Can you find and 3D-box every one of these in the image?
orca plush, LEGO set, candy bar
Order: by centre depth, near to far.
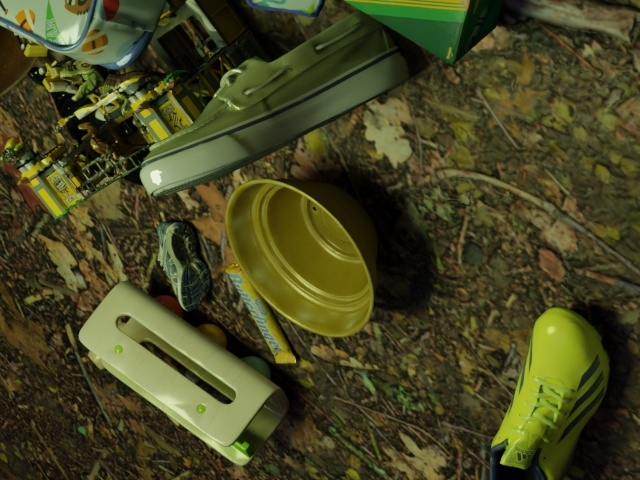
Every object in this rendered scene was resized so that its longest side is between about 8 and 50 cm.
[{"bbox_3d":[-0.233,-0.189,1.738,0.331,0.255,0.192,-22,109,51],"label":"LEGO set"},{"bbox_3d":[-0.269,-0.130,1.952,0.287,0.102,0.151,37,143,16],"label":"orca plush"},{"bbox_3d":[-0.080,0.095,2.036,0.040,0.018,0.161,-6,119,49],"label":"candy bar"}]

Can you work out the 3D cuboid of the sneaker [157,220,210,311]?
[{"bbox_3d":[-0.187,0.030,2.070,0.058,0.052,0.135,24,131,45],"label":"sneaker"}]

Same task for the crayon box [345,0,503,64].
[{"bbox_3d":[0.102,-0.317,1.409,0.165,0.081,0.278,34,142,19],"label":"crayon box"}]

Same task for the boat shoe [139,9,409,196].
[{"bbox_3d":[-0.056,-0.141,1.584,0.094,0.302,0.109,63,166,0],"label":"boat shoe"}]

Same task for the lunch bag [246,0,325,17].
[{"bbox_3d":[-0.048,-0.307,1.573,0.151,0.096,0.129,29,140,2],"label":"lunch bag"}]

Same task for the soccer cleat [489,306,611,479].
[{"bbox_3d":[0.245,0.193,1.699,0.093,0.121,0.289,31,141,23],"label":"soccer cleat"}]

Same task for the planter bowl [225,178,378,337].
[{"bbox_3d":[0.000,0.000,1.802,0.217,0.090,0.217,28,139,27],"label":"planter bowl"}]

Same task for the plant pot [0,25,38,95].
[{"bbox_3d":[-0.493,-0.313,1.958,0.230,0.215,0.215,41,147,37],"label":"plant pot"}]

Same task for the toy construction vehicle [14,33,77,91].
[{"bbox_3d":[-0.323,-0.232,1.924,0.035,0.086,0.098,-45,62,39],"label":"toy construction vehicle"}]

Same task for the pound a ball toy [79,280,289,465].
[{"bbox_3d":[-0.193,0.174,2.161,0.319,0.135,0.208,34,167,19],"label":"pound a ball toy"}]

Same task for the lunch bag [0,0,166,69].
[{"bbox_3d":[-0.243,-0.346,1.605,0.243,0.115,0.303,29,102,39],"label":"lunch bag"}]
